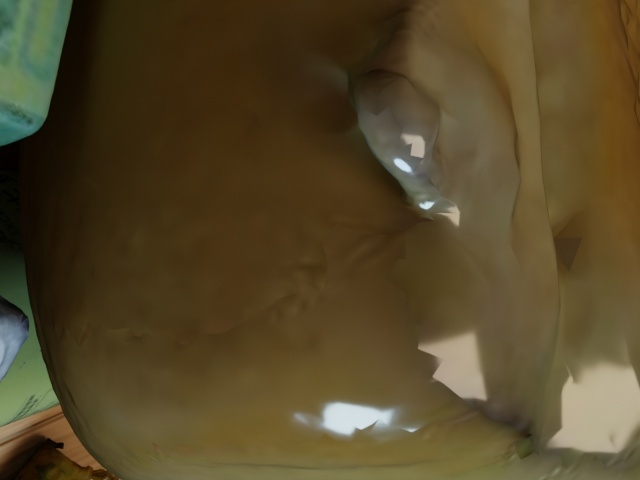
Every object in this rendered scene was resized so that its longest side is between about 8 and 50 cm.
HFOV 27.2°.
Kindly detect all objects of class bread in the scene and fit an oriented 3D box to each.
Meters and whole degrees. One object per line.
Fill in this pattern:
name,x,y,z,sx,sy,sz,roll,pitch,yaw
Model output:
bread,0.022,-0.076,0.540,0.348,0.253,0.376,12,71,-51

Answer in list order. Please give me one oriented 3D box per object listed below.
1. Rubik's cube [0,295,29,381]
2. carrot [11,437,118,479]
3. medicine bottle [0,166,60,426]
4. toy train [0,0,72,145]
Rubik's cube,-0.247,0.043,0.354,0.205,0.205,0.207,-59,153,-3
carrot,-0.212,0.220,0.732,0.260,0.070,0.070,-51,151,-22
medicine bottle,-0.137,0.021,0.614,0.239,0.124,0.124,-14,127,-55
toy train,-0.186,-0.172,0.270,0.369,0.150,0.237,22,76,-60
